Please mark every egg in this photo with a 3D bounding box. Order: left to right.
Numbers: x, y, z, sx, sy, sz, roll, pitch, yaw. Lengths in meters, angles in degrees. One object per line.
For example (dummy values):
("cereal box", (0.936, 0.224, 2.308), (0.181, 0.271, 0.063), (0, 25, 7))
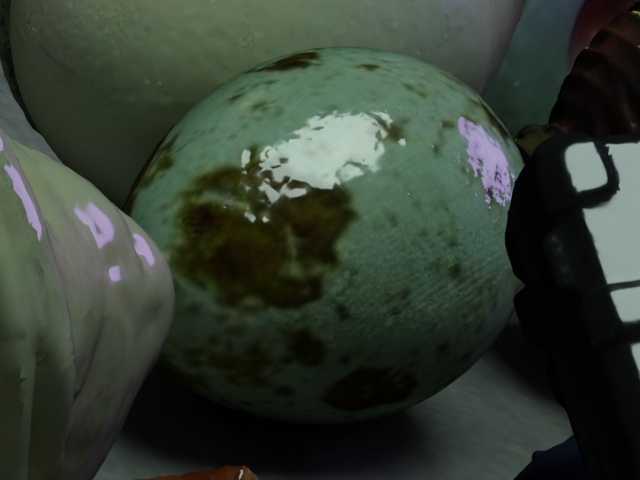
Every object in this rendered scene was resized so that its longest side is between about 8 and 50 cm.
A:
("egg", (-0.023, -0.090, 1.002), (0.286, 0.264, 0.174), (6, 35, -19))
("egg", (0.000, 0.000, 0.840), (0.169, 0.169, 0.231), (27, 25, 25))

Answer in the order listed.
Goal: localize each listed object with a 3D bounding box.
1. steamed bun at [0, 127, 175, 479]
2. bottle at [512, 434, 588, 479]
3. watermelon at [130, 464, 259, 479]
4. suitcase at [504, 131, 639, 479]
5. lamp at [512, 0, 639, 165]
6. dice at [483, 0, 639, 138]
("steamed bun", (-0.186, 0.047, 0.451), (0.268, 0.207, 0.280), (15, -15, 10))
("bottle", (0.091, 0.124, 0.707), (0.082, 0.072, 0.244), (2, 10, 20))
("watermelon", (-0.037, 0.112, 0.568), (0.125, 0.094, 0.135), (24, 19, -8))
("suitcase", (0.192, 0.082, 0.643), (0.206, 0.066, 0.285), (-7, 60, -13))
("lamp", (0.221, -0.020, 1.050), (0.247, 0.247, 0.247), (18, 16, -5))
("dice", (0.127, -0.223, 1.533), (0.262, 0.268, 0.265), (30, 20, 31))
